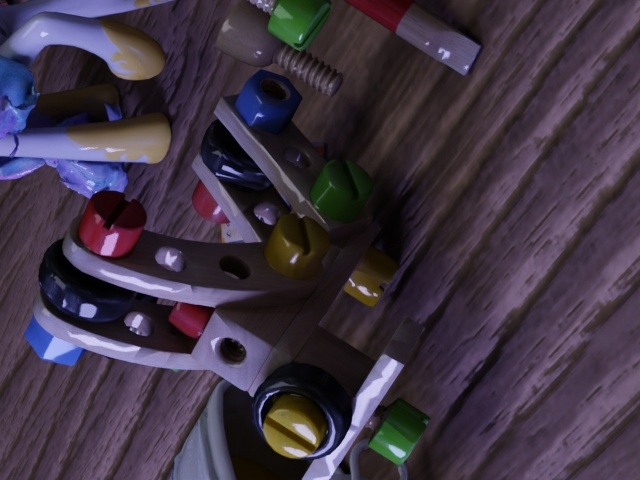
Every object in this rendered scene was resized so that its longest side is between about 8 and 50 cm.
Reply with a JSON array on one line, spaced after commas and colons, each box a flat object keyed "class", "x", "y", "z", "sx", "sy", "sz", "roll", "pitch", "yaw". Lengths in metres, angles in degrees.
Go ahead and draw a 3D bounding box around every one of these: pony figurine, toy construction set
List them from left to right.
[{"class": "pony figurine", "x": -0.302, "y": -0.107, "z": 1.446, "sx": 0.351, "sy": 0.363, "sz": 0.303, "roll": -52, "pitch": 50, "yaw": 47}, {"class": "toy construction set", "x": 0.000, "y": 0.000, "z": 1.153, "sx": 0.237, "sy": 0.257, "sz": 0.309, "roll": 32, "pitch": 101, "yaw": 10}]

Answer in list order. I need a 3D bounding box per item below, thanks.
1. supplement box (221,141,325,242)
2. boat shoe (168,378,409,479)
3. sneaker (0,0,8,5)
[{"class": "supplement box", "x": -0.034, "y": -0.033, "z": 1.322, "sx": 0.098, "sy": 0.036, "sz": 0.062, "roll": -10, "pitch": 84, "yaw": 58}, {"class": "boat shoe", "x": 0.004, "y": 0.199, "z": 1.199, "sx": 0.367, "sy": 0.135, "sz": 0.156, "roll": -123, "pitch": 45, "yaw": -55}, {"class": "sneaker", "x": -0.331, "y": -0.236, "z": 1.781, "sx": 0.093, "sy": 0.088, "sz": 0.225, "roll": -137, "pitch": 50, "yaw": -76}]
